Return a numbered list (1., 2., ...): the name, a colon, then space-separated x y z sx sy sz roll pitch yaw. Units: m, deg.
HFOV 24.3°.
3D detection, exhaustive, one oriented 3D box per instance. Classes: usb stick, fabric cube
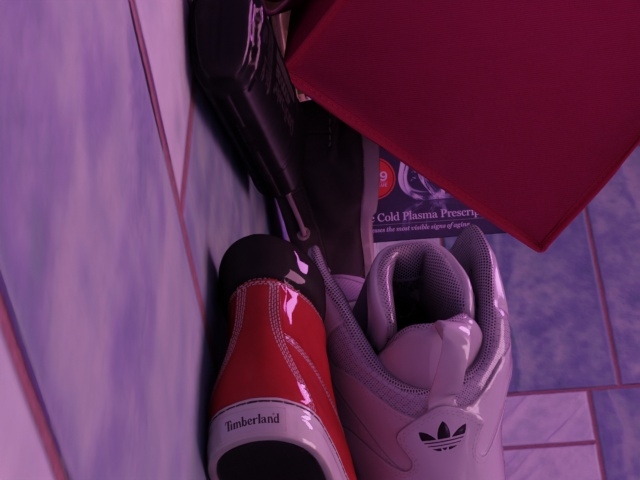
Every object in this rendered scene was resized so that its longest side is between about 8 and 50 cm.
1. usb stick: -0.043 -0.092 0.962 0.278 0.045 0.077 67 26 -78
2. fabric cube: 0.145 -0.201 1.149 0.259 0.254 0.258 -49 -164 24

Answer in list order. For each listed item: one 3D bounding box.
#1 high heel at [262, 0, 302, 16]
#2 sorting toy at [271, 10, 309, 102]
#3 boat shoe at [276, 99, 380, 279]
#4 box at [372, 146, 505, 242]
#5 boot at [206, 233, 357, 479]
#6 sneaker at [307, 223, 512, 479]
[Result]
1. high heel: 0.012 -0.275 1.070 0.244 0.082 0.117 -52 -158 20
2. sorting toy: -0.014 -0.129 1.439 0.193 0.038 0.208 -55 141 -84
3. boat shoe: 0.000 0.000 1.281 0.335 0.095 0.112 89 -1 -49
4. box: 0.199 -0.173 2.361 0.179 0.343 0.312 -74 159 -77
5. boot: -0.012 0.116 0.906 0.244 0.088 0.176 76 8 -46
6. sneaker: 0.049 0.067 1.048 0.366 0.137 0.210 -114 -160 -60
